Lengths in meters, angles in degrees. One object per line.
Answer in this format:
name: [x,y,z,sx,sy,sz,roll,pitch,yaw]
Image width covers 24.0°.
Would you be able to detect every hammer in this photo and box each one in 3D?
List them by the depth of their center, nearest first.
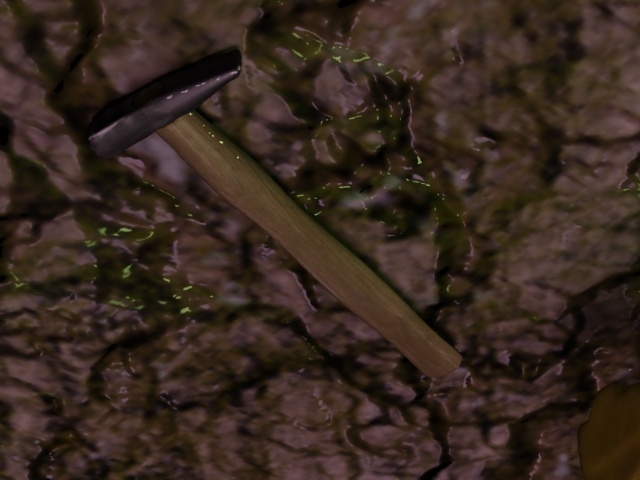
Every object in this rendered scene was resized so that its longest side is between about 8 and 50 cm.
hammer: [0.000,0.000,0.569,0.062,0.013,0.199,-28,134,22]

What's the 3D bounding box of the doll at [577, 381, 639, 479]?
doll: [0.292,0.090,0.612,0.363,0.145,0.199,7,151,-20]
